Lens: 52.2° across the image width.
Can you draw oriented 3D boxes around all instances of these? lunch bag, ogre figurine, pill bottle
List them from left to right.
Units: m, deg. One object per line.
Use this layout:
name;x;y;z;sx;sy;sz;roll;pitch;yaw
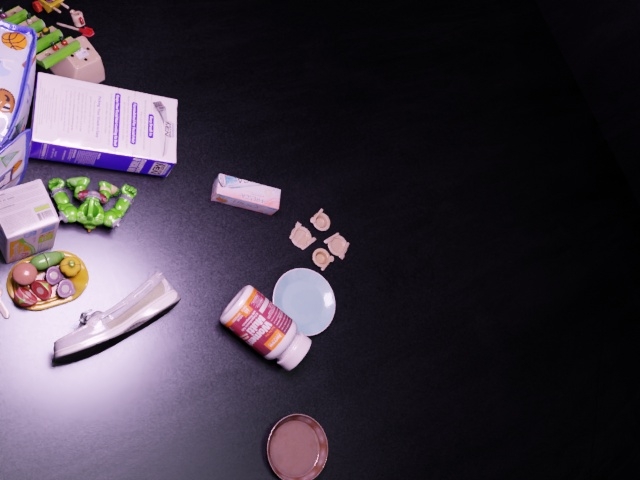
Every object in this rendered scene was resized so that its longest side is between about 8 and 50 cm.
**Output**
lunch bag;-0.743;-0.237;1.394;0.238;0.328;0.386;12;66;-25
ogre figurine;-0.554;-0.090;1.575;0.197;0.096;0.118;18;53;-33
pill bottle;-0.137;0.226;1.665;0.221;0.121;0.121;40;60;-9

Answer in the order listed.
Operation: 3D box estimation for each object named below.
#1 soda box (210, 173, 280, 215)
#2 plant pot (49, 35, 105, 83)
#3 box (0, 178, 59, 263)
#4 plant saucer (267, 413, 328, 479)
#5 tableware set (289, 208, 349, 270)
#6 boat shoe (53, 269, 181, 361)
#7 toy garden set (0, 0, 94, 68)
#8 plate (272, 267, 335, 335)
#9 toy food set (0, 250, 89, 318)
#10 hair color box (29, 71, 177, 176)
soda box;-0.203;-0.125;1.788;0.183;0.058;0.063;14;68;-23
plant pot;-0.618;-0.456;1.664;0.109;0.096;0.109;-38;92;-32
box;-0.657;-0.038;1.439;0.114;0.203;0.103;-24;84;-29
plant saucer;-0.061;0.528;1.656;0.168;0.029;0.169;9;70;-25
tableware set;0.000;0.000;1.872;0.169;0.020;0.141;49;58;-4
boat shoe;-0.478;0.177;1.516;0.320;0.118;0.103;-30;82;-36
toy garden set;-0.683;-0.541;1.619;0.244;0.049;0.204;31;57;20
plate;-0.047;0.169;1.788;0.188;0.024;0.188;9;69;-24
toy food set;-0.636;0.089;1.484;0.217;0.071;0.128;-20;83;-31
hair color box;-0.533;-0.280;1.619;0.338;0.110;0.185;6;70;-26
